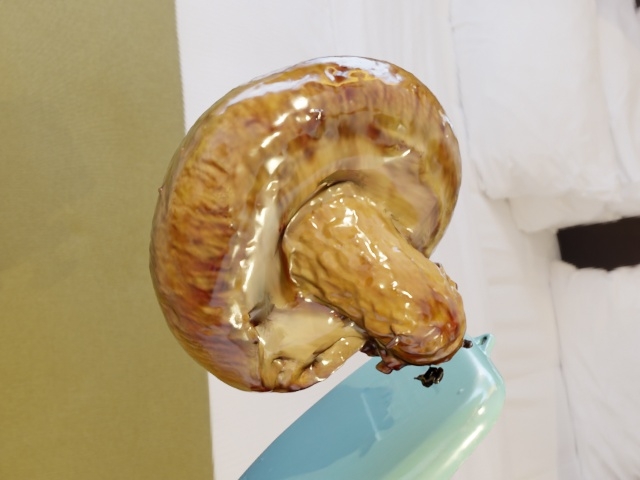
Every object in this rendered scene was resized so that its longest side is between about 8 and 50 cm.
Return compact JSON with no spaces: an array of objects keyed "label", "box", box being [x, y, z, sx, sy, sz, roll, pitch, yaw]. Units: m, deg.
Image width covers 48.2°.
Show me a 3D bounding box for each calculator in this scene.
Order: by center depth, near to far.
[{"label":"calculator","box":[0.028,0.223,0.723,0.054,0.386,0.256,48,4,-14]}]

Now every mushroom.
[{"label":"mushroom","box":[-0.001,0.002,0.559,0.263,0.195,0.283,-43,112,-8]}]
